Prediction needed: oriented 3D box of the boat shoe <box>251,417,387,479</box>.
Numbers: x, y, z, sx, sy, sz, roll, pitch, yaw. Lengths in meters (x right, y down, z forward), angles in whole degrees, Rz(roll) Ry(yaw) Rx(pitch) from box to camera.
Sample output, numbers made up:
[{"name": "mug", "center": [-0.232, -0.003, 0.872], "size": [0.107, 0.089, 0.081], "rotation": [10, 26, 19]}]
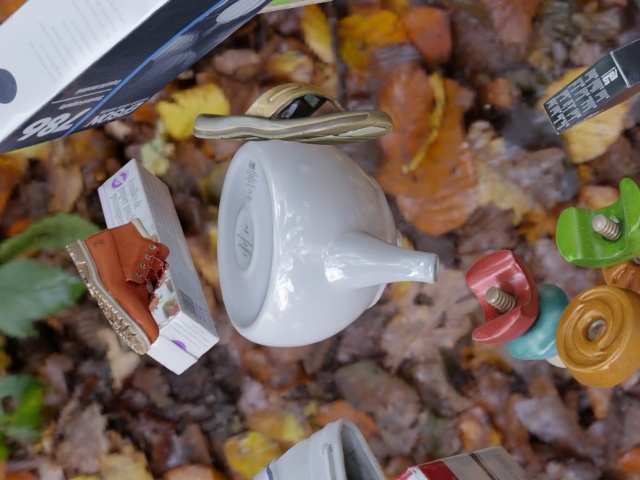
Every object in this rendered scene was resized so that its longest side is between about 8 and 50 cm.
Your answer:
[{"name": "boat shoe", "center": [0.039, 0.205, 0.703], "size": [0.084, 0.095, 0.258], "rotation": [-44, 51, 13]}]

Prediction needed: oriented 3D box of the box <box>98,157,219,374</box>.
[{"name": "box", "center": [-0.187, 0.021, 1.447], "size": [0.063, 0.067, 0.324], "rotation": [-40, 37, 10]}]

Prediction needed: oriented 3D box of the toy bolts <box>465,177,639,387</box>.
[{"name": "toy bolts", "center": [0.281, 0.082, 1.315], "size": [0.228, 0.158, 0.218], "rotation": [-27, 47, 38]}]

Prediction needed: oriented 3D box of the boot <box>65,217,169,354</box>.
[{"name": "boot", "center": [-0.171, 0.036, 1.187], "size": [0.158, 0.084, 0.059], "rotation": [52, 163, 42]}]

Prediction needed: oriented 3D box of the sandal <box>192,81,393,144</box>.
[{"name": "sandal", "center": [-0.027, -0.103, 1.035], "size": [0.180, 0.072, 0.049], "rotation": [4, 92, 34]}]

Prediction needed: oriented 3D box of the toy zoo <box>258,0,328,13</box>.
[{"name": "toy zoo", "center": [0.021, -0.260, 1.080], "size": [0.293, 0.192, 0.030], "rotation": [-24, 86, 50]}]

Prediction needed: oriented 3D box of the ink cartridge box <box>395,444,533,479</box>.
[{"name": "ink cartridge box", "center": [0.081, 0.272, 1.020], "size": [0.197, 0.273, 0.114], "rotation": [-46, 72, 11]}]

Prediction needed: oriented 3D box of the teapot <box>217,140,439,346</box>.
[{"name": "teapot", "center": [0.000, 0.000, 1.435], "size": [0.252, 0.187, 0.256], "rotation": [119, 145, -49]}]

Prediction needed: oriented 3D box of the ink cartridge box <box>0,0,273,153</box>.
[{"name": "ink cartridge box", "center": [-0.118, -0.139, 0.815], "size": [0.332, 0.165, 0.065], "rotation": [-31, 89, 30]}]

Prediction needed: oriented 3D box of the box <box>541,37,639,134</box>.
[{"name": "box", "center": [0.336, -0.181, 1.287], "size": [0.045, 0.184, 0.190], "rotation": [61, 166, 3]}]
